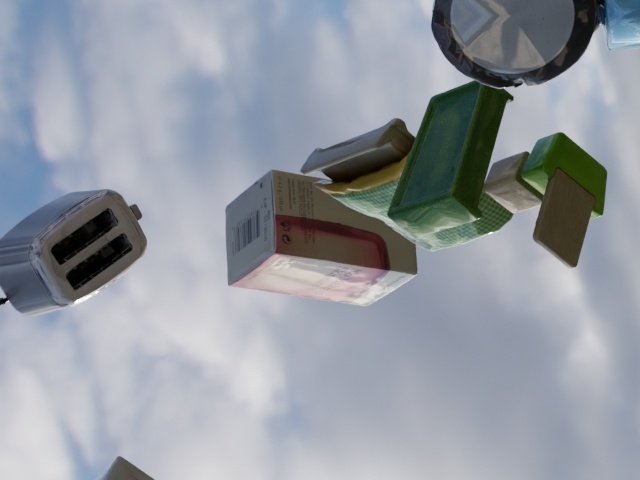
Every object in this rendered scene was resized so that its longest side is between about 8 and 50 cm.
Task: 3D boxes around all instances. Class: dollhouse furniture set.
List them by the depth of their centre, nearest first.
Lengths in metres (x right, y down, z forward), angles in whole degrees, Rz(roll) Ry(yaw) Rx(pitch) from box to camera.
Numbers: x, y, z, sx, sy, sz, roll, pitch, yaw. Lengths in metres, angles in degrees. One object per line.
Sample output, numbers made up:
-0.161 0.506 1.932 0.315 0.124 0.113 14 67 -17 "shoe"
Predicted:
0.121 -0.024 1.755 0.197 0.301 0.151 35 -122 -28 "dollhouse furniture set"

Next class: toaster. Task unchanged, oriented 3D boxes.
-0.346 0.017 2.277 0.227 0.146 0.129 -36 -75 -33 "toaster"

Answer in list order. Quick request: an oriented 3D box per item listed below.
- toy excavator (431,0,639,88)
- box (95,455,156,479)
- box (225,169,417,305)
0.271 -0.341 1.048 0.222 0.445 0.433 -83 -16 -62 "toy excavator"
-0.198 0.297 1.444 0.091 0.130 0.170 36 -140 -9 "box"
0.000 0.000 2.341 0.232 0.148 0.127 9 -115 -28 "box"
